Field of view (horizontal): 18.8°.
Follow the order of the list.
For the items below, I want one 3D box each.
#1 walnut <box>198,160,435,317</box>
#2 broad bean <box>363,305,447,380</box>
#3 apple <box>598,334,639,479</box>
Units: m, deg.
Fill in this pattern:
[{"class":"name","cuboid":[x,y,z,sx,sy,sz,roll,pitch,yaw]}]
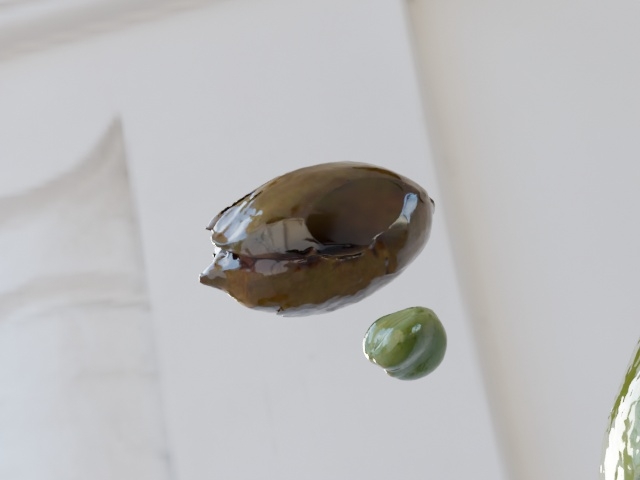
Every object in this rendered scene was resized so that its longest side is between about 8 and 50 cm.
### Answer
[{"class":"walnut","cuboid":[0.000,0.000,1.771,0.245,0.137,0.137,-21,-18,-28]},{"class":"broad bean","cuboid":[0.072,0.083,1.560,0.045,0.063,0.083,20,7,42]},{"class":"apple","cuboid":[0.299,0.093,0.969,0.295,0.233,0.258,5,-40,32]}]
